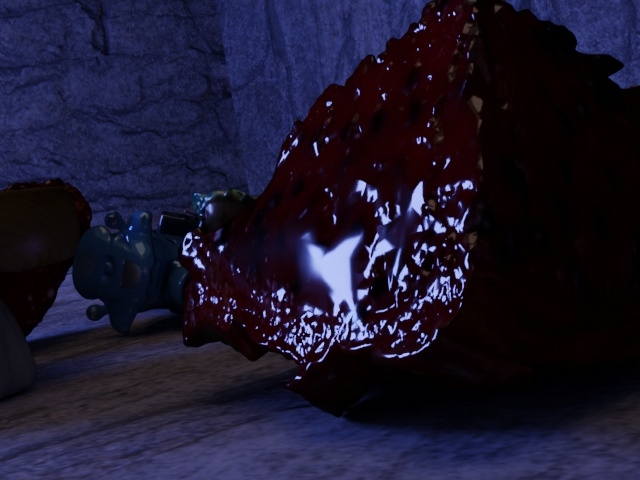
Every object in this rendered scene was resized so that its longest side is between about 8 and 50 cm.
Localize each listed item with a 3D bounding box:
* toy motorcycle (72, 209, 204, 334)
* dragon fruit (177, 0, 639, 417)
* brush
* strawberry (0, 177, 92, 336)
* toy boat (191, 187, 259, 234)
[{"bbox_3d":[-0.161,0.030,1.330,0.182,0.123,0.272,11,4,-7],"label":"toy motorcycle"},{"bbox_3d":[0.074,0.047,0.800,0.286,0.227,0.329,26,-42,-38],"label":"dragon fruit"},{"bbox_3d":[-0.293,0.045,1.052,0.174,0.166,0.267,-8,5,41],"label":"brush"},{"bbox_3d":[-0.302,0.033,1.296,0.111,0.190,0.236,36,47,17],"label":"strawberry"},{"bbox_3d":[-0.006,-0.015,1.519,0.293,0.099,0.108,0,-30,-21],"label":"toy boat"}]
